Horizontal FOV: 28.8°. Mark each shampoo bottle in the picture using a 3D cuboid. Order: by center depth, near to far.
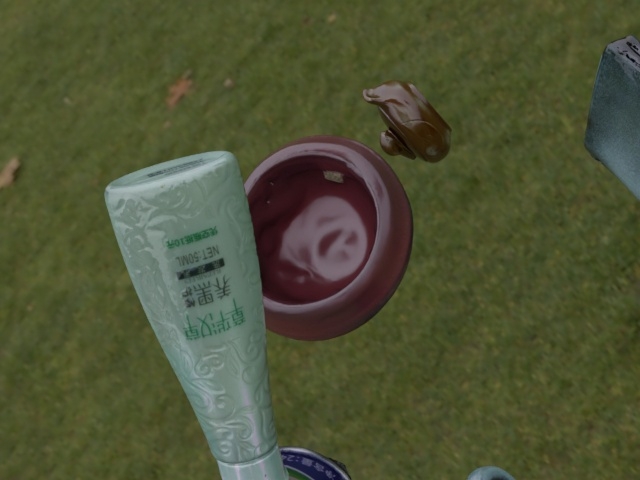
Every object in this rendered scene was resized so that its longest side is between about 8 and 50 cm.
[{"bbox_3d":[-0.055,0.052,0.648,0.069,0.191,0.041,-19,19,-16],"label":"shampoo bottle"}]

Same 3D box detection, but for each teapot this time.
[{"bbox_3d":[0.099,-0.137,1.471,0.078,0.129,0.098,-41,35,7],"label":"teapot"}]

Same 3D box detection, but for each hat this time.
[{"bbox_3d":[0.000,0.000,1.226,0.205,0.089,0.205,-5,74,18],"label":"hat"}]

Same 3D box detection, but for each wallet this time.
[{"bbox_3d":[0.410,-0.035,1.261,0.046,0.191,0.379,-29,59,-20],"label":"wallet"}]

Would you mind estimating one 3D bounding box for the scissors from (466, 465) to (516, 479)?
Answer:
[{"bbox_3d":[0.194,0.345,0.818,0.029,0.256,0.383,-32,39,27],"label":"scissors"}]

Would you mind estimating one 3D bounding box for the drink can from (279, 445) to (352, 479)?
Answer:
[{"bbox_3d":[-0.037,0.206,0.699,0.097,0.097,0.235,-34,8,18],"label":"drink can"}]
